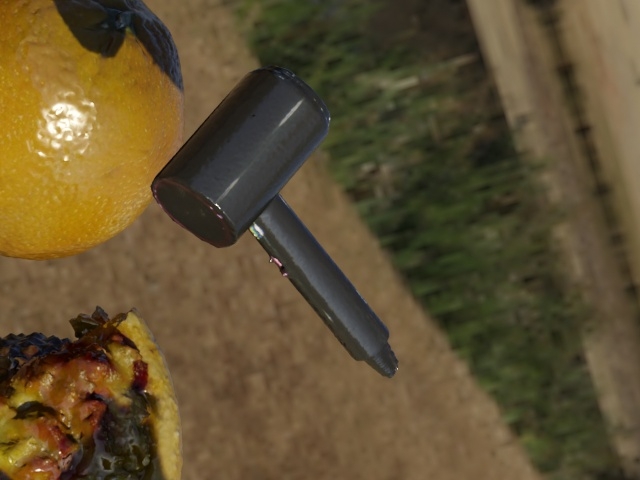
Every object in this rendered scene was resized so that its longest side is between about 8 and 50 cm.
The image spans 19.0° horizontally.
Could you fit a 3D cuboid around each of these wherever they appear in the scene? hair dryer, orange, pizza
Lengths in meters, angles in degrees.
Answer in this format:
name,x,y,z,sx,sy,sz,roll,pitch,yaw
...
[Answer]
name,x,y,z,sx,sy,sz,roll,pitch,yaw
hair dryer,-0.001,0.001,1.306,0.070,0.114,0.248,14,-30,54
orange,-0.236,-0.113,1.625,0.264,0.264,0.264,-16,90,-80
pizza,-0.224,0.170,1.550,0.081,0.229,0.289,114,-16,-63

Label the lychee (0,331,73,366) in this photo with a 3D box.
name,x,y,z,sx,sy,sz,roll,pitch,yaw
lychee,-0.314,0.221,2.190,0.271,0.271,0.271,-16,90,-80
